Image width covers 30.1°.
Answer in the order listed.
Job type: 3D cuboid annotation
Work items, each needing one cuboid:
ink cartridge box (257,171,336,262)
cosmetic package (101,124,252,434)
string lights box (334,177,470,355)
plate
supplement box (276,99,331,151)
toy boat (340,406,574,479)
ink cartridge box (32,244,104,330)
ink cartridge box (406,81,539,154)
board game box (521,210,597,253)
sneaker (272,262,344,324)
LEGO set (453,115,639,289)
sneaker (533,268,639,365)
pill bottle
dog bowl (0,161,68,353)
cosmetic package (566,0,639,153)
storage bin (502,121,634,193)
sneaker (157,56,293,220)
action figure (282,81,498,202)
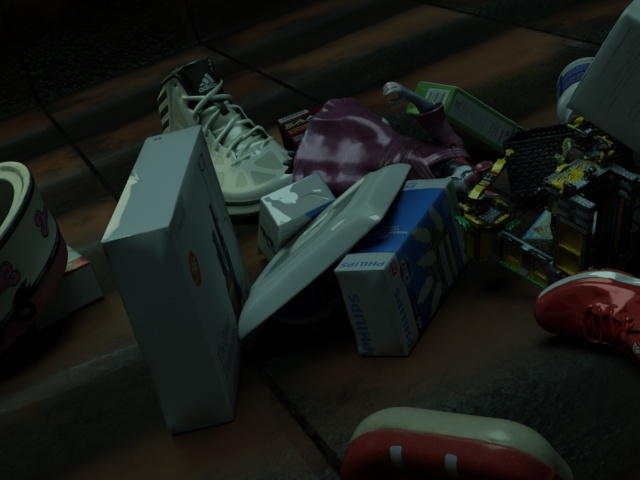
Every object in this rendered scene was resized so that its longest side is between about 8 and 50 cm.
[{"bbox_3d":[-0.040,-0.018,1.867,0.104,0.181,0.062,-25,66,-18],"label":"ink cartridge box"},{"bbox_3d":[-0.183,0.039,1.629,0.097,0.284,0.377,-15,24,7],"label":"cosmetic package"},{"bbox_3d":[0.117,0.032,1.619,0.076,0.133,0.260,-3,28,29],"label":"string lights box"},{"bbox_3d":[0.000,0.000,1.694,0.278,0.045,0.277,-41,6,22],"label":"plate"},{"bbox_3d":[0.006,-0.194,2.284,0.130,0.073,0.239,-21,22,-7],"label":"supplement box"},{"bbox_3d":[0.122,0.255,1.150,0.231,0.151,0.151,1,58,37],"label":"toy boat"},{"bbox_3d":[-0.462,0.071,2.025,0.127,0.072,0.175,-28,25,-21],"label":"ink cartridge box"},{"bbox_3d":[0.263,-0.200,2.054,0.109,0.209,0.062,20,86,57],"label":"ink cartridge box"},{"bbox_3d":[0.368,-0.028,1.710,0.103,0.026,0.154,0,29,37],"label":"board game box"},{"bbox_3d":[0.000,0.064,1.712,0.170,0.071,0.068,-29,25,-23],"label":"sneaker"},{"bbox_3d":[0.347,-0.080,1.564,0.331,0.192,0.255,-23,42,-23],"label":"LEGO set"},{"bbox_3d":[0.345,0.097,1.374,0.221,0.087,0.128,-7,24,26],"label":"sneaker"},{"bbox_3d":[0.450,-0.226,1.985,0.112,0.112,0.187,-11,24,16],"label":"pill bottle"},{"bbox_3d":[-0.579,0.066,1.901,0.408,0.150,0.408,-27,31,18],"label":"dog bowl"},{"bbox_3d":[0.524,-0.153,1.457,0.385,0.156,0.217,33,40,10],"label":"cosmetic package"},{"bbox_3d":[0.382,-0.133,1.832,0.180,0.084,0.122,-8,12,23],"label":"storage bin"},{"bbox_3d":[-0.186,-0.196,2.190,0.169,0.258,0.447,-30,26,-27],"label":"sneaker"},{"bbox_3d":[0.134,-0.106,1.942,0.370,0.248,0.275,16,-4,33],"label":"action figure"}]
